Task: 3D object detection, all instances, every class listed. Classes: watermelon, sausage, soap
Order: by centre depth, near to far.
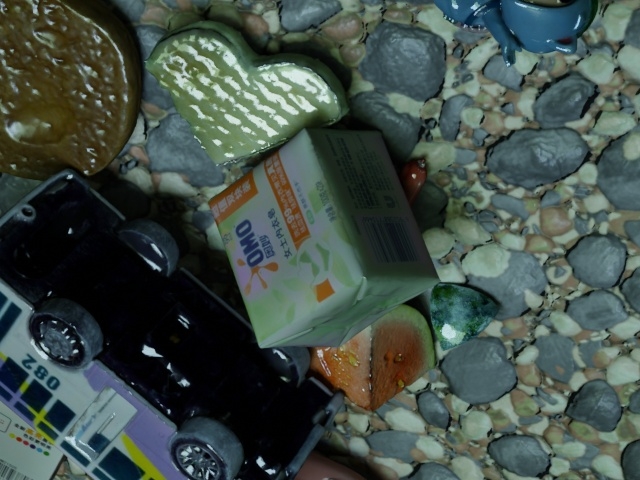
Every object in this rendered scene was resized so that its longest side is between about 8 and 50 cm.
[{"bbox_3d":[0.000,0.000,1.423,0.182,0.138,0.199,-35,68,37],"label":"soap"},{"bbox_3d":[0.071,-0.002,1.514,0.034,0.034,0.253,26,130,0],"label":"sausage"},{"bbox_3d":[0.172,0.091,1.546,0.085,0.085,0.061,22,169,3],"label":"watermelon"},{"bbox_3d":[0.037,0.131,1.571,0.145,0.137,0.193,15,161,36],"label":"watermelon"}]

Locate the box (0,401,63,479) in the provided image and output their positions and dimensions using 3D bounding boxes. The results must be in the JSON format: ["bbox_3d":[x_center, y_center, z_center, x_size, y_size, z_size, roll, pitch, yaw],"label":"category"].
[{"bbox_3d":[-0.473,0.229,1.830,0.274,0.091,0.220,32,127,-5],"label":"box"}]

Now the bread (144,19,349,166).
[{"bbox_3d":[-0.082,-0.156,1.434,0.232,0.064,0.172,18,125,6],"label":"bread"}]

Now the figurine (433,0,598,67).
[{"bbox_3d":[0.183,-0.256,1.252,0.178,0.114,0.144,11,126,22],"label":"figurine"}]

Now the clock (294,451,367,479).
[{"bbox_3d":[-0.014,0.380,1.763,0.241,0.142,0.227,20,135,-8],"label":"clock"}]

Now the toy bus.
[{"bbox_3d":[-0.225,0.151,1.522,0.440,0.209,0.249,40,134,-3],"label":"toy bus"}]

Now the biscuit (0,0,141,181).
[{"bbox_3d":[-0.381,-0.222,1.492,0.368,0.063,0.314,18,126,6],"label":"biscuit"}]
